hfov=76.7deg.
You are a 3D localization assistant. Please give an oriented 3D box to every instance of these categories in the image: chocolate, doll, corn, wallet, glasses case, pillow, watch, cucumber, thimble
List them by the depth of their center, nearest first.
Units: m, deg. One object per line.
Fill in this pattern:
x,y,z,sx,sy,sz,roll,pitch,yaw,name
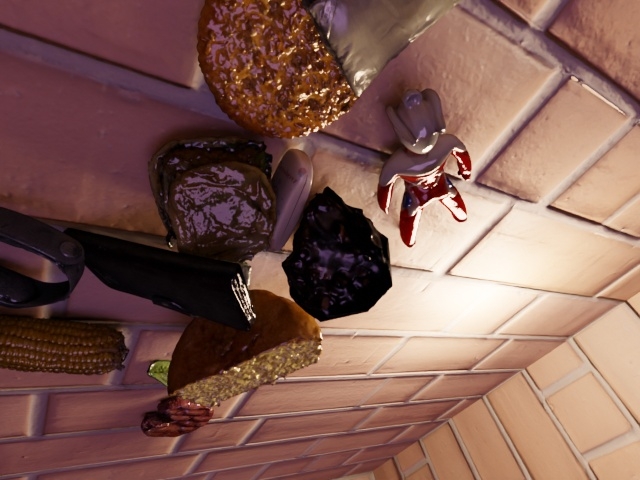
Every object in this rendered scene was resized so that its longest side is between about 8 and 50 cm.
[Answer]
0.099,-0.305,0.503,0.230,0.050,0.148,-40,145,2,pillow
-0.481,0.027,0.617,0.193,0.068,0.206,-31,127,26,watch
-0.263,0.068,0.674,0.318,0.045,0.172,13,142,14,wallet
-0.064,-0.065,0.707,0.051,0.081,0.204,1,134,-30,glasses case
0.000,0.000,0.728,0.206,0.224,0.177,-16,129,19,chocolate
0.191,-0.121,0.751,0.188,0.099,0.384,-25,146,3,doll
-0.538,0.204,0.788,0.318,0.115,0.115,17,127,-35,corn
-0.182,0.083,0.818,0.062,0.084,0.110,6,135,-28,thimble
-0.380,0.367,1.085,0.071,0.046,0.220,-21,142,-3,cucumber

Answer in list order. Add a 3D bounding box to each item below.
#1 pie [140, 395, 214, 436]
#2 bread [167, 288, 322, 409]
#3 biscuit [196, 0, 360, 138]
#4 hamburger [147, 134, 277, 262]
-0.440,0.545,1.253,0.219,0.054,0.204,-34,138,12,pie
-0.169,0.226,0.914,0.340,0.179,0.194,-23,142,-1,bread
-0.038,-0.247,0.549,0.254,0.035,0.254,-12,140,-11,biscuit
-0.166,-0.068,0.647,0.183,0.130,0.206,-9,121,-15,hamburger
